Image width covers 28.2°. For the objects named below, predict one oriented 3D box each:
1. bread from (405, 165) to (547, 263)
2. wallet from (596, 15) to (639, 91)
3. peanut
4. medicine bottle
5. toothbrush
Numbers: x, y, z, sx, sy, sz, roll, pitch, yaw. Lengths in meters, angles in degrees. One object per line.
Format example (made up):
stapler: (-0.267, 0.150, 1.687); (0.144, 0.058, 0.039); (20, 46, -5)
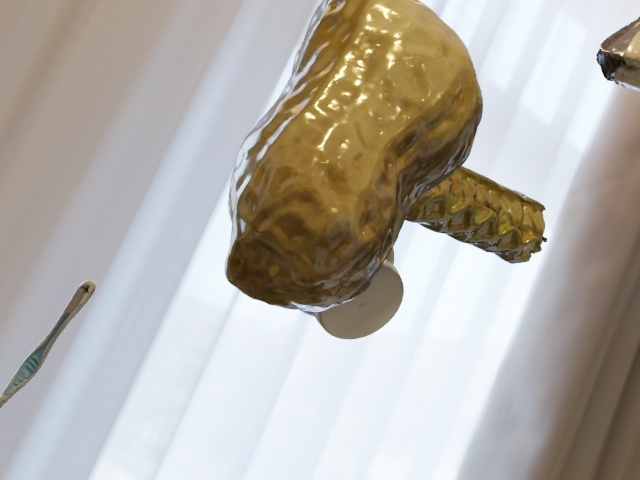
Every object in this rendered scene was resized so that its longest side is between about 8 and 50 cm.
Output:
bread: (0.161, -0.043, 1.474); (0.087, 0.098, 0.269); (-22, -27, 36)
wallet: (0.334, -0.129, 0.764); (0.275, 0.335, 0.068); (21, -50, 27)
peanut: (0.032, -0.078, 0.923); (0.159, 0.291, 0.143); (-11, -50, 36)
medicine bottle: (0.000, 0.000, 1.141); (0.107, 0.107, 0.191); (36, 13, -40)
toothbrush: (-0.217, 0.092, 0.955); (0.014, 0.162, 0.017); (39, 15, 4)
